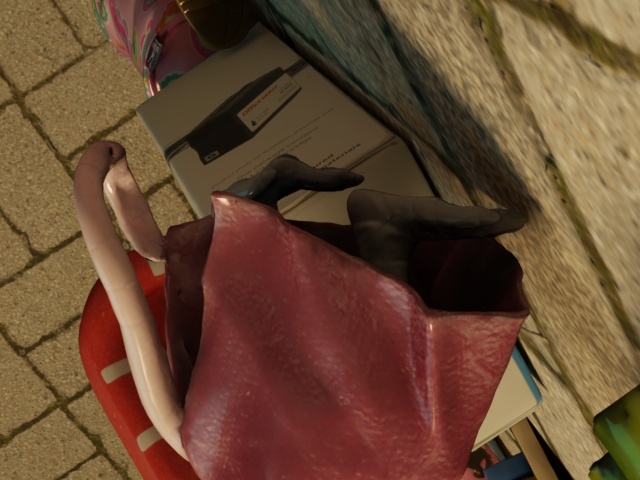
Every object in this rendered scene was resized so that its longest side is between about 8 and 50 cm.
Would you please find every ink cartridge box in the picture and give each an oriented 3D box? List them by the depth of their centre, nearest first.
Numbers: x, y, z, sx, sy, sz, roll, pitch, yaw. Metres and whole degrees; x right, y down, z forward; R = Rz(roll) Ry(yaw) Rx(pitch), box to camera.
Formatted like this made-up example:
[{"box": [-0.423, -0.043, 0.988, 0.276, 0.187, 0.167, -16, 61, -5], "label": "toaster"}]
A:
[{"box": [0.000, 0.000, 0.887, 0.223, 0.129, 0.307, 58, 177, -28], "label": "ink cartridge box"}]

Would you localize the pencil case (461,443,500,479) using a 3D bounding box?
[{"box": [0.156, 0.300, 1.344, 0.167, 0.160, 0.386, -32, -92, -49], "label": "pencil case"}]

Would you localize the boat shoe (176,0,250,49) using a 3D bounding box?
[{"box": [-0.095, -0.216, 0.935, 0.049, 0.056, 0.152, -115, 2, -75], "label": "boat shoe"}]

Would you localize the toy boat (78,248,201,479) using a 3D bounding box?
[{"box": [-0.084, 0.091, 0.938, 0.231, 0.151, 0.151, 54, 148, 25], "label": "toy boat"}]

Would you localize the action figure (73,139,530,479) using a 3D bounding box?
[{"box": [-0.015, 0.152, 0.601, 0.248, 0.276, 0.370, -82, 1, -83], "label": "action figure"}]

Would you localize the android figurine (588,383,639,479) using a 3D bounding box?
[{"box": [0.182, 0.167, 0.396, 0.273, 0.056, 0.248, 56, 177, 25], "label": "android figurine"}]

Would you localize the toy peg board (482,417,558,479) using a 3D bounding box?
[{"box": [0.176, 0.254, 1.012, 0.161, 0.079, 0.160, 65, -177, 35], "label": "toy peg board"}]

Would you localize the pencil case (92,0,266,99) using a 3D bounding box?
[{"box": [-0.125, -0.180, 1.105, 0.124, 0.124, 0.284, 58, 177, -31], "label": "pencil case"}]
